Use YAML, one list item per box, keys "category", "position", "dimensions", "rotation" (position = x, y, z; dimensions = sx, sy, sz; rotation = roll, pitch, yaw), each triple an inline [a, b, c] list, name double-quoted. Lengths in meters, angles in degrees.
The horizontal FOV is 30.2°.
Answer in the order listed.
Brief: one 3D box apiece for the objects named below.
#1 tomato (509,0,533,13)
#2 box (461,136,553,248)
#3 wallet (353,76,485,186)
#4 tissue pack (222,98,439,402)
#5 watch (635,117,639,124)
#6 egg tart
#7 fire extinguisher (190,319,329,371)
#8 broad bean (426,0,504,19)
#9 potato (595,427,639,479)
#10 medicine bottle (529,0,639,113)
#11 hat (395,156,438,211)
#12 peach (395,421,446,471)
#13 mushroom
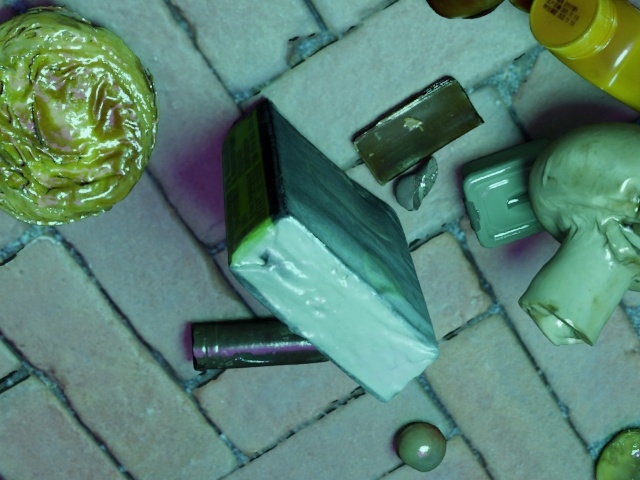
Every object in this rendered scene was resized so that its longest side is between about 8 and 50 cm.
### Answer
- category: "tomato"
  position: [0.294, -0.348, 1.609]
  dimensions: [0.087, 0.075, 0.087]
  rotation: [-1, 116, -2]
- category: "box"
  position: [0.288, -0.076, 1.719]
  dimensions: [0.172, 0.093, 0.124]
  rotation: [-18, 114, 2]
- category: "wallet"
  position: [0.139, -0.158, 1.704]
  dimensions: [0.176, 0.026, 0.095]
  rotation: [-32, 119, 10]
- category: "tissue pack"
  position: [0.000, 0.000, 1.558]
  dimensions: [0.124, 0.394, 0.288]
  rotation: [-42, 112, 14]
- category: "watch"
  position: [0.562, -0.173, 1.652]
  dimensions: [0.211, 0.211, 0.193]
  rotation: [1, 132, -7]
- category: "egg tart"
  position: [-0.362, -0.169, 1.602]
  dimensions: [0.297, 0.132, 0.297]
  rotation: [-3, 102, -14]
- category: "fire extinguisher"
  position: [-0.061, 0.155, 1.788]
  dimensions: [0.268, 0.089, 0.072]
  rotation: [-3, 93, -4]
- category: "broad bean"
  position: [0.208, -0.401, 1.553]
  dimensions: [0.122, 0.156, 0.228]
  rotation: [-4, 113, -50]
- category: "potato"
  position: [0.504, 0.369, 1.952]
  dimensions: [0.091, 0.070, 0.138]
  rotation: [15, 113, -18]
- category: "medicine bottle"
  position: [0.376, -0.267, 1.568]
  dimensions: [0.222, 0.149, 0.112]
  rotation: [17, 115, -48]
- category: "hat"
  position: [0.137, -0.087, 1.730]
  dimensions: [0.042, 0.058, 0.087]
  rotation: [25, 97, 21]
- category: "peach"
  position: [0.162, 0.329, 1.896]
  dimensions: [0.083, 0.083, 0.083]
  rotation: [-2, 114, -5]
- category: "mushroom"
  position: [0.392, 0.004, 1.540]
  dimensions: [0.292, 0.292, 0.290]
  rotation: [37, 69, -19]
